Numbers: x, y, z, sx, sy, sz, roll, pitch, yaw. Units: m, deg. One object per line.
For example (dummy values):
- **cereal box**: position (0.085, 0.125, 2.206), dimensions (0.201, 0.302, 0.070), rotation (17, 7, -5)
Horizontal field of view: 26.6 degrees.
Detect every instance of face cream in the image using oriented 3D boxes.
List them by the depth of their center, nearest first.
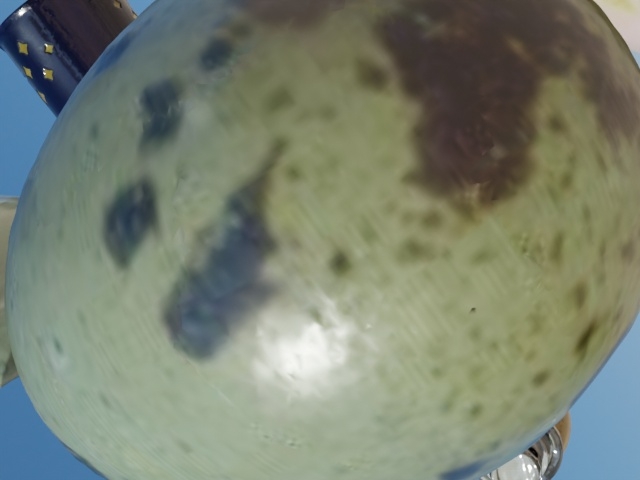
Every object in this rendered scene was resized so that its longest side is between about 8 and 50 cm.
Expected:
- **face cream**: position (0.183, 0.132, 1.297), dimensions (0.105, 0.105, 0.349), rotation (53, -161, -14)

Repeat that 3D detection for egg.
- **egg**: position (0.000, 0.000, 0.824), dimensions (0.345, 0.428, 0.345), rotation (42, -157, -23)

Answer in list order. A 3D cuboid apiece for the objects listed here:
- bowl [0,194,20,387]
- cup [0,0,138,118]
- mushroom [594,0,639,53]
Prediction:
- **bowl**: position (-0.349, 0.061, 1.250), dimensions (0.163, 0.307, 0.307), rotation (59, -163, -8)
- **cup**: position (-0.283, -0.220, 1.848), dimensions (0.256, 0.178, 0.255), rotation (54, -172, -3)
- **mushroom**: position (0.337, -0.340, 1.221), dimensions (0.353, 0.353, 0.325), rotation (60, -165, 7)
